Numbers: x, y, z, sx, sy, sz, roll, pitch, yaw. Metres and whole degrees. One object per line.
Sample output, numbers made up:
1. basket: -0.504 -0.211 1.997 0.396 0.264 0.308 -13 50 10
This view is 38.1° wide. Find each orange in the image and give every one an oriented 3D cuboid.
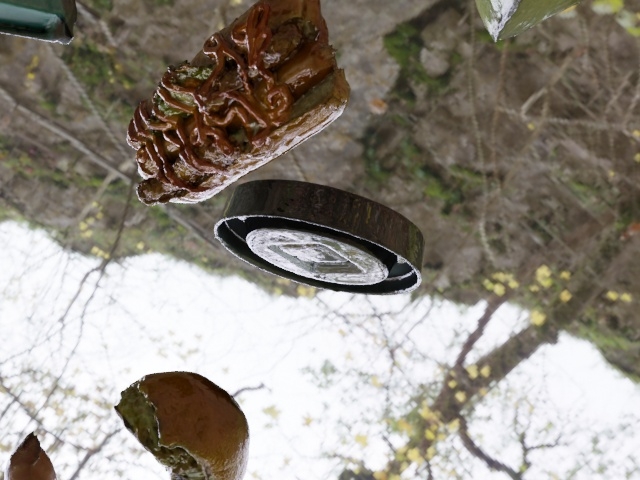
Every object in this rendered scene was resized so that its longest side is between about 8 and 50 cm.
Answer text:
1. orange: -0.133 0.201 0.971 0.112 0.170 0.160 -34 -105 -17

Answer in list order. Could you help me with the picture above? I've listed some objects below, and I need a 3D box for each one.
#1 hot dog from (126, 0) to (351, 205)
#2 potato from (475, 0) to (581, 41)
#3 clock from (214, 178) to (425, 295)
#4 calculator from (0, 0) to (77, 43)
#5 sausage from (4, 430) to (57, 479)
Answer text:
1. hot dog: -0.113 -0.151 1.055 0.117 0.349 0.158 -16 -97 -48
2. potato: 0.174 -0.251 0.642 0.160 0.271 0.111 -31 -97 -15
3. clock: 0.001 0.001 1.391 0.319 0.319 0.066 23 -109 -27
4. calculator: -0.386 -0.342 0.954 0.248 0.058 0.274 0 -115 -52
5. sausage: -0.190 0.212 0.653 0.040 0.176 0.047 15 -140 23
